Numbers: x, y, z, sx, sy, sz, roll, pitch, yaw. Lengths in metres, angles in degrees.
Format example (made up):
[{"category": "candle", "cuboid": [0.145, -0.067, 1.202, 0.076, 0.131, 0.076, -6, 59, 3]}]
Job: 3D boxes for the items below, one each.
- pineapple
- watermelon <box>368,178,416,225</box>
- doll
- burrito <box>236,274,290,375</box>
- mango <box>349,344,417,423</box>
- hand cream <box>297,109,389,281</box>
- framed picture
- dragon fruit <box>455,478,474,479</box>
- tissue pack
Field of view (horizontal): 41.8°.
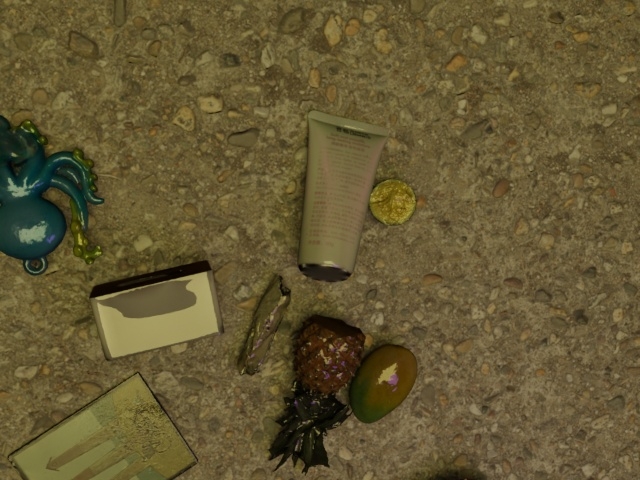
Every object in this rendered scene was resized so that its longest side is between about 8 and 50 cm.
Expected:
[{"category": "pineapple", "cuboid": [-0.007, 0.347, 1.815, 0.165, 0.165, 0.365, 12, 99, -12]}, {"category": "watermelon", "cuboid": [0.159, -0.081, 1.842, 0.105, 0.062, 0.106, -1, 83, 7]}, {"category": "doll", "cuboid": [-0.619, -0.090, 1.688, 0.345, 0.099, 0.342, -13, 85, -14]}, {"category": "burrito", "cuboid": [-0.120, 0.186, 1.819, 0.063, 0.058, 0.230, 21, 88, -7]}, {"category": "mango", "cuboid": [0.137, 0.320, 1.867, 0.130, 0.092, 0.195, 23, 99, -14]}, {"category": "hand cream", "cuboid": [0.034, -0.094, 1.794, 0.185, 0.118, 0.359, 12, 76, -8]}, {"category": "framed picture", "cuboid": [-0.462, 0.469, 1.799, 0.323, 0.013, 0.244, -33, 100, -7]}, {"category": "dragon fruit", "cuboid": [0.321, 0.678, 1.852, 0.244, 0.244, 0.299, 12, 85, -12]}, {"category": "tissue pack", "cuboid": [-0.332, 0.141, 1.722, 0.246, 0.159, 0.136, -14, 99, -10]}]
